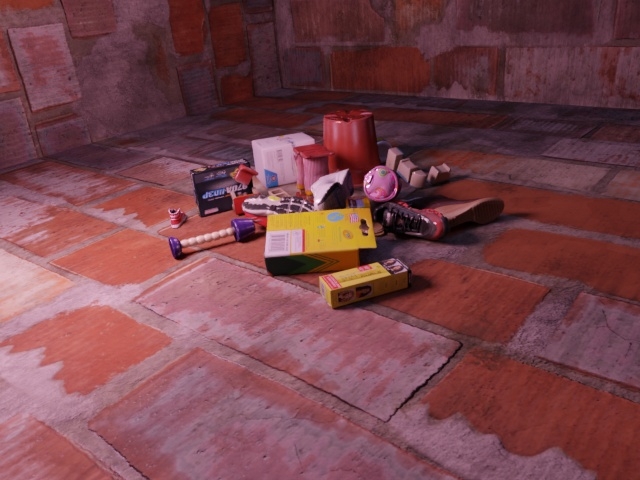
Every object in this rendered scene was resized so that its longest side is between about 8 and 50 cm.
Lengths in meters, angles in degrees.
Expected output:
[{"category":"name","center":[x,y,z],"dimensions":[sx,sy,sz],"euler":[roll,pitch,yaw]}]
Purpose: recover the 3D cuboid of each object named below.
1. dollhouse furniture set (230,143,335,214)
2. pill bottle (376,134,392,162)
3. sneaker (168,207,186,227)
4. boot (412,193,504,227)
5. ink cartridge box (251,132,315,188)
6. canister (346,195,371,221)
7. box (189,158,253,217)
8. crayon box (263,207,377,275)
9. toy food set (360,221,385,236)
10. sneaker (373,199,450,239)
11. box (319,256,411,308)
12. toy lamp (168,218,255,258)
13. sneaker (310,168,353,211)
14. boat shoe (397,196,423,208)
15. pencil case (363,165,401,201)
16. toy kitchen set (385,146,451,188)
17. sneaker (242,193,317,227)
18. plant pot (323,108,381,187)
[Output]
[{"category":"dollhouse furniture set","center":[-0.140,-0.217,2.023],"dimensions":[0.374,0.201,0.152],"euler":[-14,26,-19]},{"category":"pill bottle","center":[0.250,-0.419,2.490],"dimensions":[0.103,0.103,0.184],"euler":[-10,25,-10]},{"category":"sneaker","center":[-0.518,-0.097,1.999],"dimensions":[0.042,0.067,0.118],"euler":[-4,25,1]},{"category":"boot","center":[0.454,-0.121,1.832],"dimensions":[0.249,0.090,0.207],"euler":[-15,29,-13]},{"category":"ink cartridge box","center":[-0.149,-0.343,2.327],"dimensions":[0.233,0.171,0.168],"euler":[-13,26,-17]},{"category":"canister","center":[0.084,-0.105,1.894],"dimensions":[0.170,0.073,0.126],"euler":[-4,26,-1]},{"category":"box","center":[-0.362,-0.197,2.055],"dimensions":[0.220,0.175,0.051],"euler":[-15,26,-21]},{"category":"crayon box","center":[0.000,0.000,1.631],"dimensions":[0.319,0.081,0.202],"euler":[-4,39,3]},{"category":"toy food set","center":[0.170,-0.037,1.793],"dimensions":[0.083,0.020,0.082],"euler":[2,26,15]},{"category":"sneaker","center":[0.271,-0.059,1.713],"dimensions":[0.135,0.097,0.276],"euler":[-8,20,-36]},{"category":"box","center":[0.119,0.109,1.451],"dimensions":[0.232,0.058,0.087],"euler":[-13,27,-16]},{"category":"toy lamp","center":[-0.344,-0.013,1.778],"dimensions":[0.275,0.080,0.080],"euler":[-18,28,-23]},{"category":"sneaker","center":[0.024,-0.151,1.823],"dimensions":[0.129,0.111,0.297],"euler":[-6,19,18]},{"category":"boat shoe","center":[0.315,-0.125,1.931],"dimensions":[0.125,0.038,0.046],"euler":[-8,-17,-18]},{"category":"pencil case","center":[0.214,-0.187,1.890],"dimensions":[0.124,0.124,0.284],"euler":[-1,4,10]},{"category":"toy kitchen set","center":[0.385,-0.276,2.191],"dimensions":[0.166,0.122,0.207],"euler":[-16,48,-23]},{"category":"sneaker","center":[-0.123,-0.080,1.832],"dimensions":[0.279,0.118,0.107],"euler":[13,51,20]},{"category":"plant pot","center":[0.122,-0.384,2.250],"dimensions":[0.273,0.265,0.272],"euler":[-4,26,2]}]
